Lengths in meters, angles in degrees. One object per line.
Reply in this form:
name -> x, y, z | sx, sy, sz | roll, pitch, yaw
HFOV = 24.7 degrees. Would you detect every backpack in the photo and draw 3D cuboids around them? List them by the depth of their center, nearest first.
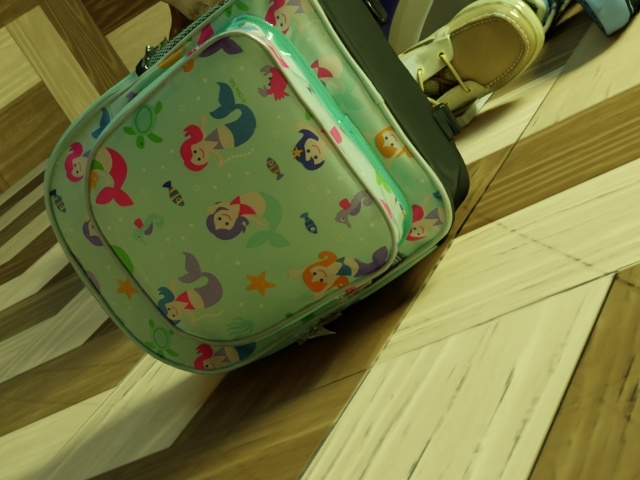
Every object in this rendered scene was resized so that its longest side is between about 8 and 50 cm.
backpack -> -0.054, -0.035, 0.973 | 0.253, 0.225, 0.191 | -32, 7, 25

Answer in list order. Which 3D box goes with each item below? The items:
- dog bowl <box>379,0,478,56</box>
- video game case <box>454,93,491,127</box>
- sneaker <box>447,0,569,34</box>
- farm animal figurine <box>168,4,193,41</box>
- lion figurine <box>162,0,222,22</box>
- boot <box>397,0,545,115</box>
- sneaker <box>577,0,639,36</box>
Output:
dog bowl -> 0.130, -0.292, 1.456 | 0.265, 0.104, 0.265 | -48, -17, -20
video game case -> 0.119, -0.120, 1.343 | 0.087, 0.011, 0.122 | -24, 15, 36
sneaker -> 0.210, -0.233, 1.423 | 0.211, 0.080, 0.081 | -49, 24, -23
farm animal figurine -> -0.046, -0.271, 1.577 | 0.330, 0.327, 0.172 | -42, 42, -20
lion figurine -> -0.067, -0.143, 1.317 | 0.142, 0.392, 0.240 | 5, 5, 26
boot -> 0.079, -0.118, 1.232 | 0.165, 0.077, 0.213 | -42, 11, -38
sneaker -> 0.266, -0.247, 1.298 | 0.090, 0.081, 0.232 | -36, 10, 18
